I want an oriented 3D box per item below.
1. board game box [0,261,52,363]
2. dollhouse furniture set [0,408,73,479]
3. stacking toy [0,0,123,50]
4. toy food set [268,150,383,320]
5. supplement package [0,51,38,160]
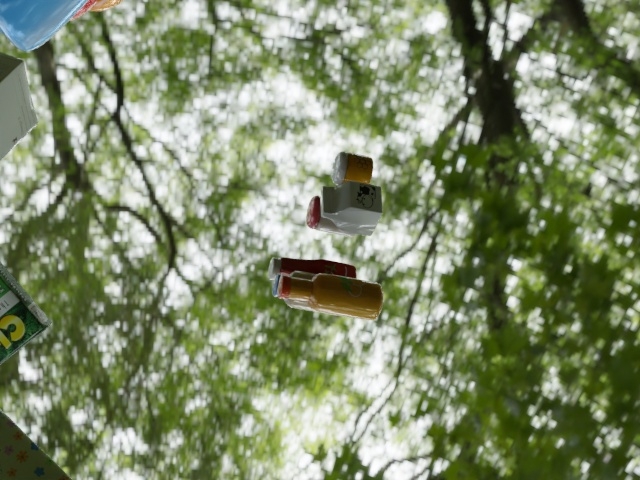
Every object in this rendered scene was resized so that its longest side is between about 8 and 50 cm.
[{"bbox_3d":[-0.374,0.100,1.090,0.260,0.030,0.136,-37,-86,8],"label":"board game box"},{"bbox_3d":[-0.244,0.144,0.688,0.182,0.101,0.161,43,-118,3],"label":"dollhouse furniture set"},{"bbox_3d":[-0.153,-0.285,1.100,0.302,0.166,0.175,-21,-94,-41],"label":"stacking toy"},{"bbox_3d":[0.000,0.000,1.350,0.104,0.111,0.232,11,-131,-13],"label":"toy food set"},{"bbox_3d":[-0.441,-0.142,1.518,0.105,0.105,0.179,20,-130,19],"label":"supplement package"}]
